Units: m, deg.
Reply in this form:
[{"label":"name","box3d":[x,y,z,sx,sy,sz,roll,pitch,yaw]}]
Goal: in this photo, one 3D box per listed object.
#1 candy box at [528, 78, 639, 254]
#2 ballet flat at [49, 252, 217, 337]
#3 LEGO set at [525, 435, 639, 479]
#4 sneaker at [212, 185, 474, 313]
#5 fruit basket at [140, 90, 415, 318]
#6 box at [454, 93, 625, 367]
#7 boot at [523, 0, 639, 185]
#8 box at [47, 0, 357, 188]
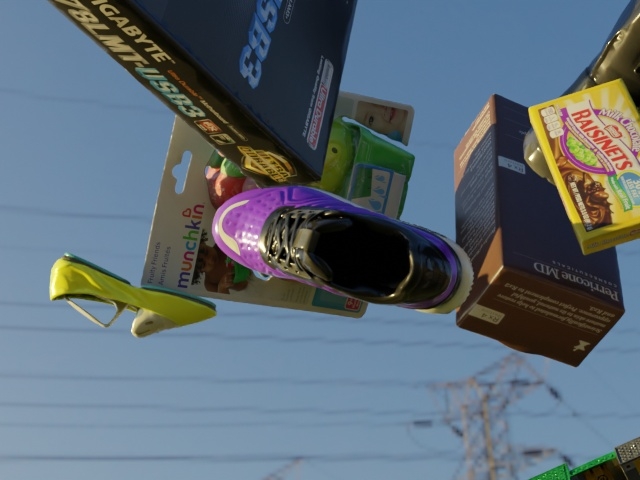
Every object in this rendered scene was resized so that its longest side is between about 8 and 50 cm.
[{"label":"candy box","box3d":[0.286,-0.078,1.276,0.105,0.205,0.027,-16,-45,5]},{"label":"ballet flat","box3d":[-0.257,0.087,1.703,0.231,0.077,0.077,19,-16,2]},{"label":"LEGO set","box3d":[0.293,0.309,1.126,0.331,0.192,0.255,-28,12,4]},{"label":"sneaker","box3d":[0.000,-0.001,1.289,0.293,0.102,0.146,13,2,26]},{"label":"fruit basket","box3d":[-0.050,-0.062,1.766,0.353,0.326,0.165,10,7,-31]},{"label":"box","box3d":[0.301,-0.023,1.800,0.191,0.381,0.143,19,-47,-13]},{"label":"boot","box3d":[0.506,-0.207,1.493,0.367,0.146,0.445,14,-51,-26]},{"label":"box","box3d":[-0.071,-0.236,1.004,0.073,0.295,0.293,-5,-30,33]}]
